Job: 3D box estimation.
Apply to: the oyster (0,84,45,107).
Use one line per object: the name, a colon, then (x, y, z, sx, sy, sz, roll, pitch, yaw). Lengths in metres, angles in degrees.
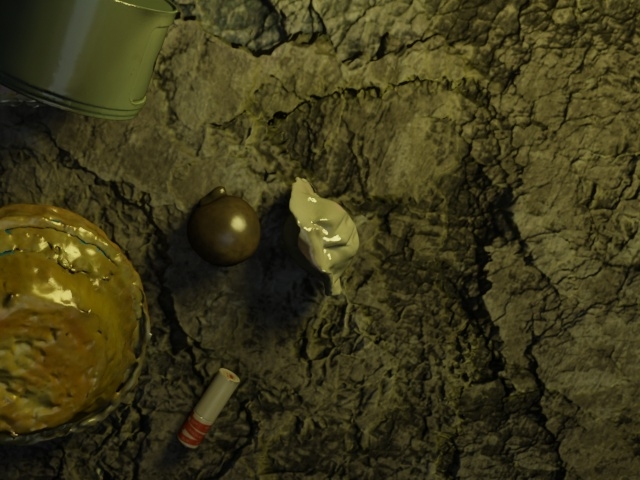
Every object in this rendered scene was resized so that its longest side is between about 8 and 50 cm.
oyster: (-0.436, -0.222, 1.622, 0.200, 0.061, 0.106, 34, 119, -18)

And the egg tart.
egg tart: (-0.425, 0.142, 1.699, 0.387, 0.169, 0.388, -6, 114, -13)

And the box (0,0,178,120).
box: (-0.311, -0.265, 1.524, 0.226, 0.226, 0.149, 17, 107, -16)

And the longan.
longan: (-0.141, -0.020, 1.724, 0.106, 0.106, 0.119, -18, 74, -3)

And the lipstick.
lipstick: (-0.173, 0.260, 1.850, 0.038, 0.038, 0.131, 29, 103, -19)

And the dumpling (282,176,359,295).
dumpling: (0.000, 0.000, 1.734, 0.108, 0.127, 0.188, -16, 107, 3)
